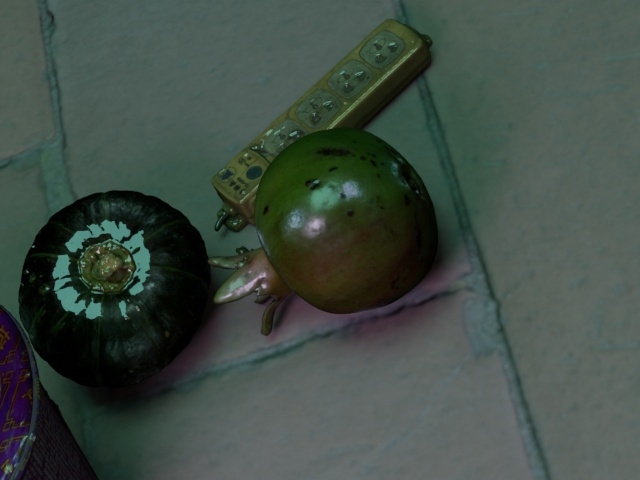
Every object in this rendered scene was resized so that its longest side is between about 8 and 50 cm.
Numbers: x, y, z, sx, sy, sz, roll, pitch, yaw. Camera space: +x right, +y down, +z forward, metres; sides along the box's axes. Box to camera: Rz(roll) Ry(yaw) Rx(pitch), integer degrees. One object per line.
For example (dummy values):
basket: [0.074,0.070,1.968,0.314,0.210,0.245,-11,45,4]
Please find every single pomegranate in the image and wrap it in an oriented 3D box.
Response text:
pomegranate: [0.000,0.000,1.742,0.224,0.181,0.181,-37,46,24]

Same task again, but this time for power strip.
power strip: [-0.002,-0.119,1.901,0.305,0.044,0.064,-43,51,-9]

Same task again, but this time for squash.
squash: [-0.198,0.048,1.797,0.193,0.156,0.193,-3,49,3]

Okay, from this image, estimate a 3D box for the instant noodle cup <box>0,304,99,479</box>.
instant noodle cup: [-0.342,0.238,1.650,0.340,0.266,0.340,-12,53,16]
